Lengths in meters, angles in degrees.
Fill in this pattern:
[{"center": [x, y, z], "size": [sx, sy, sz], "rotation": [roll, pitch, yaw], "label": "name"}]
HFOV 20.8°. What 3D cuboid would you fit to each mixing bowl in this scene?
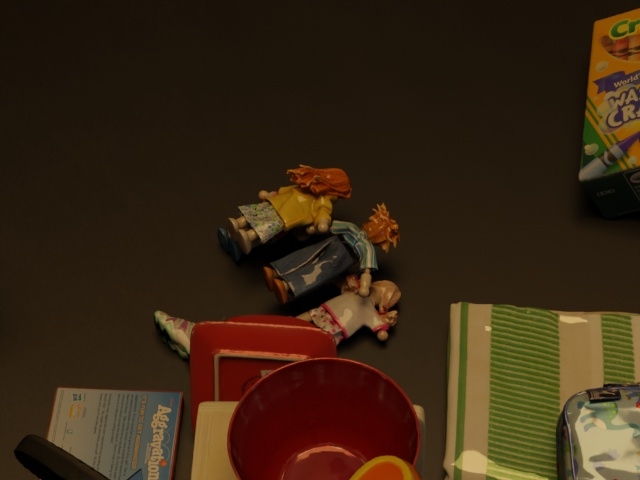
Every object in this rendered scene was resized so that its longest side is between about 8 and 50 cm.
[{"center": [0.005, 0.213, 1.668], "size": [0.181, 0.098, 0.181], "rotation": [-1, 51, 2], "label": "mixing bowl"}]

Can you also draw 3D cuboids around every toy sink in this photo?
[{"center": [-0.009, 0.261, 1.790], "size": [0.234, 0.152, 0.131], "rotation": [1, 51, 2], "label": "toy sink"}]

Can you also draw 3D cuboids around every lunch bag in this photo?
[{"center": [0.335, 0.256, 1.790], "size": [0.176, 0.090, 0.219], "rotation": [0, 67, -3], "label": "lunch bag"}]

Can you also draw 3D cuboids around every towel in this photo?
[{"center": [0.300, 0.180, 1.918], "size": [0.325, 0.038, 0.248], "rotation": [3, 53, 3], "label": "towel"}]

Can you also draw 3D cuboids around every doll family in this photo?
[{"center": [0.000, 0.000, 2.019], "size": [0.163, 0.118, 0.263], "rotation": [-26, 55, -18], "label": "doll family"}]

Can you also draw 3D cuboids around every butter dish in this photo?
[{"center": [-0.057, 0.138, 1.913], "size": [0.160, 0.160, 0.118], "rotation": [4, 28, 6], "label": "butter dish"}]

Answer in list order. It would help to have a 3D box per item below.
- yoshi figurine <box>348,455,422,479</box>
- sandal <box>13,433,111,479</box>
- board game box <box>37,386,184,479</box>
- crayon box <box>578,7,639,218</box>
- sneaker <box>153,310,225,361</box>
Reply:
[{"center": [0.146, 0.353, 1.571], "size": [0.203, 0.362, 0.203], "rotation": [1, 44, 33], "label": "yoshi figurine"}, {"center": [-0.150, 0.343, 1.703], "size": [0.446, 0.167, 0.107], "rotation": [35, 73, 18], "label": "sandal"}, {"center": [-0.233, 0.281, 1.862], "size": [0.145, 0.027, 0.281], "rotation": [2, 51, 5], "label": "board game box"}, {"center": [0.432, -0.193, 2.127], "size": [0.203, 0.083, 0.323], "rotation": [-15, 44, 29], "label": "crayon box"}, {"center": [-0.140, 0.104, 1.998], "size": [0.069, 0.038, 0.098], "rotation": [-36, 68, -25], "label": "sneaker"}]
